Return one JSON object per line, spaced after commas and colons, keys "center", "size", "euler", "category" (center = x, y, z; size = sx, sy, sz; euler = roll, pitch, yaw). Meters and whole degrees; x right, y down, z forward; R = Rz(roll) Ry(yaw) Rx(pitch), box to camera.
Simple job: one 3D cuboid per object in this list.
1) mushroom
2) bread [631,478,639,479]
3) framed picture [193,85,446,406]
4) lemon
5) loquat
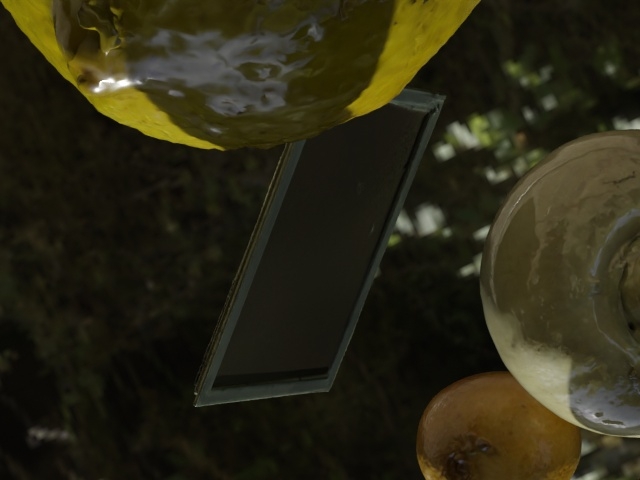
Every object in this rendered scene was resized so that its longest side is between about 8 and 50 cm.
{"center": [0.251, 0.036, 1.336], "size": [0.246, 0.246, 0.202], "euler": [-26, -165, -24], "category": "mushroom"}
{"center": [0.241, 0.243, 0.967], "size": [0.300, 0.210, 0.341], "euler": [-31, -163, 43], "category": "bread"}
{"center": [0.000, 0.000, 1.267], "size": [0.197, 0.014, 0.252], "euler": [2, 112, -60], "category": "framed picture"}
{"center": [-0.032, -0.189, 0.914], "size": [0.268, 0.268, 0.322], "euler": [-26, -165, 50], "category": "lemon"}
{"center": [0.155, 0.178, 1.507], "size": [0.141, 0.141, 0.141], "euler": [-26, 180, 0], "category": "loquat"}
